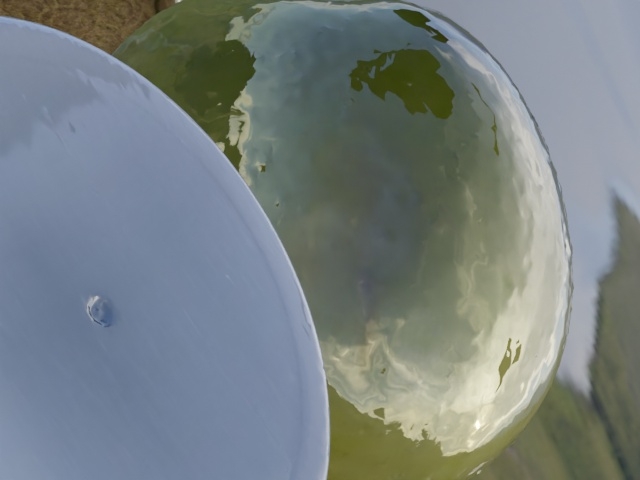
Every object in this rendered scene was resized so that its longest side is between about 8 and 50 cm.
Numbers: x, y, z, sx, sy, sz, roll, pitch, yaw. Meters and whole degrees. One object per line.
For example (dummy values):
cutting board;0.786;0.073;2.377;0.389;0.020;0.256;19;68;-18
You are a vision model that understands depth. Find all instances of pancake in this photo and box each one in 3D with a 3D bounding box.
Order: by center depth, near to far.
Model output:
pancake;-0.287;-0.248;1.434;0.288;0.286;0.033;16;50;-24

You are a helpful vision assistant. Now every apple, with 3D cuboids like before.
apple;0.015;0.002;0.715;0.295;0.233;0.258;-8;101;-62

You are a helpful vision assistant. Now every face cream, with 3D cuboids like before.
face cream;-0.129;0.058;0.439;0.201;0.187;0.201;33;42;-35
